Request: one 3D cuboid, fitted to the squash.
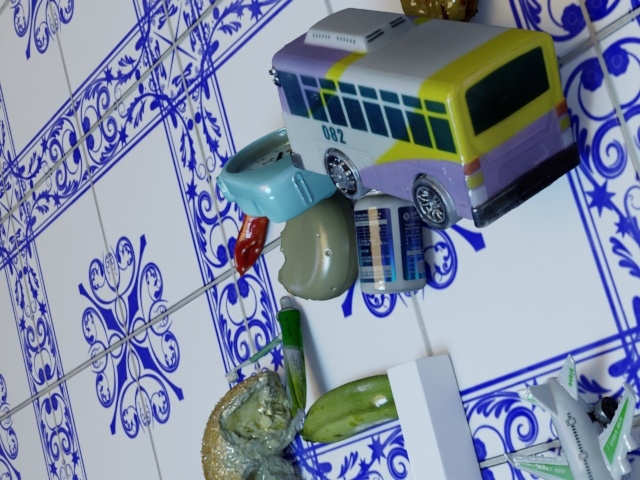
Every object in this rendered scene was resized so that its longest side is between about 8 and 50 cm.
[{"bbox_3d":[0.041,0.296,2.041,0.341,0.095,0.094,-32,69,51],"label":"squash"}]

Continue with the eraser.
[{"bbox_3d":[0.189,0.333,1.856,0.076,0.078,0.298,-29,72,51],"label":"eraser"}]

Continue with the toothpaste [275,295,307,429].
[{"bbox_3d":[-0.050,0.215,2.148,0.078,0.047,0.247,111,155,-58],"label":"toothpaste"}]

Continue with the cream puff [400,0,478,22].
[{"bbox_3d":[0.186,-0.373,1.766,0.149,0.084,0.149,19,114,50],"label":"cream puff"}]

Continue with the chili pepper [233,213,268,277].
[{"bbox_3d":[-0.131,-0.013,2.254,0.050,0.059,0.191,31,117,37],"label":"chili pepper"}]

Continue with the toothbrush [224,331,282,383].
[{"bbox_3d":[-0.124,0.226,2.308,0.257,0.018,0.024,-42,65,47],"label":"toothbrush"}]

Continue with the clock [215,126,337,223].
[{"bbox_3d":[-0.061,-0.123,2.030,0.274,0.224,0.094,10,130,60],"label":"clock"}]

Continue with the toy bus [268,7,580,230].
[{"bbox_3d":[0.127,-0.194,1.698,0.440,0.209,0.249,21,137,51],"label":"toy bus"}]

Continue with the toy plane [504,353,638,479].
[{"bbox_3d":[0.366,0.288,1.600,0.251,0.101,0.255,-46,63,45],"label":"toy plane"}]

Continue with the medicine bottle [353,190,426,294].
[{"bbox_3d":[0.109,-0.013,1.894,0.107,0.107,0.191,-4,91,53],"label":"medicine bottle"}]

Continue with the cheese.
[{"bbox_3d":[0.000,0.000,2.057,0.175,0.091,0.202,18,107,51],"label":"cheese"}]

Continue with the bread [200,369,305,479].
[{"bbox_3d":[-0.142,0.400,2.231,0.192,0.171,0.314,-3,91,49],"label":"bread"}]
